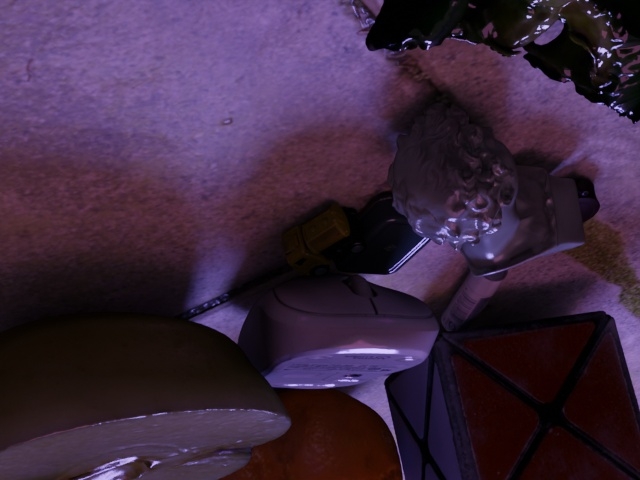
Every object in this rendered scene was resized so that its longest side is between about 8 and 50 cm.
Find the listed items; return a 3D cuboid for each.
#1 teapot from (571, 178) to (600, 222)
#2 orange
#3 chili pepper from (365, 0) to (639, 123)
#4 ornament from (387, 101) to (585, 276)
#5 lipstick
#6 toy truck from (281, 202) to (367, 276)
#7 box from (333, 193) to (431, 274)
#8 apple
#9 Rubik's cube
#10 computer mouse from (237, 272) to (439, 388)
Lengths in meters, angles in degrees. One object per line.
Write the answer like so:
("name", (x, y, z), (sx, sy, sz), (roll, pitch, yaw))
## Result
("teapot", (0.275, -0.034, 1.419), (0.068, 0.045, 0.100), (-5, 149, -13))
("orange", (-0.019, 0.323, 1.705), (0.261, 0.261, 0.261), (-11, 151, -6))
("chili pepper", (0.178, -0.185, 1.042), (0.264, 0.116, 0.148), (19, 140, -29))
("ornament", (0.167, -0.034, 1.285), (0.120, 0.130, 0.285), (-15, 154, 29))
("lipstick", (0.186, 0.068, 1.562), (0.040, 0.040, 0.141), (-4, 149, -19))
("toy truck", (0.000, 0.000, 1.346), (0.083, 0.049, 0.054), (-32, 146, 26))
("box", (0.073, -0.003, 1.391), (0.091, 0.031, 0.126), (5, 147, -32))
("apple", (-0.232, 0.217, 1.388), (0.360, 0.320, 0.312), (-8, 112, -24))
("Rubik's cube", (0.247, 0.251, 1.657), (0.259, 0.255, 0.260), (-4, 160, -18))
("computer mouse", (0.014, 0.092, 1.407), (0.184, 0.121, 0.297), (4, 163, -13))
